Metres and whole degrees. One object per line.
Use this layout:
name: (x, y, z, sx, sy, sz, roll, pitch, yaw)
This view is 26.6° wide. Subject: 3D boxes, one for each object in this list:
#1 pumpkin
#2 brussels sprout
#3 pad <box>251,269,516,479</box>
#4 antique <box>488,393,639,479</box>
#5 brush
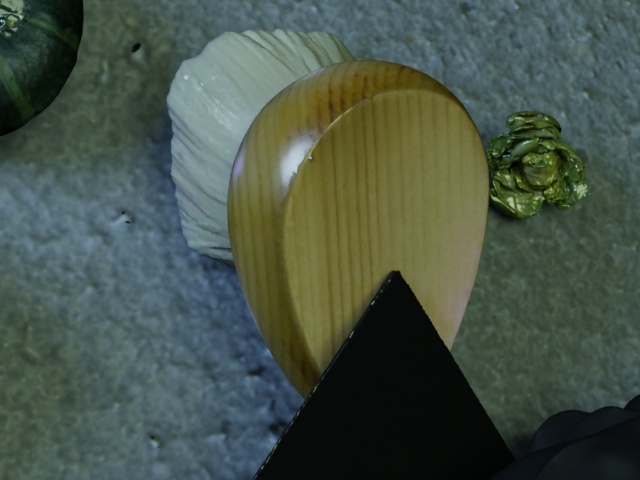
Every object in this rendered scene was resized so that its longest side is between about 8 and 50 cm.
pumpkin: (-0.234, -0.142, 0.854, 0.167, 0.125, 0.167, 7, 72, -20)
brussels sprout: (0.162, -0.062, 1.044, 0.085, 0.085, 0.058, 7, 38, -22)
pad: (0.060, 0.190, 0.878, 0.202, 0.005, 0.299, -54, 131, -26)
antique: (0.200, 0.237, 0.879, 0.322, 0.185, 0.255, -4, 92, -47)
brush: (0.000, 0.000, 0.902, 0.174, 0.166, 0.266, -14, 114, -31)
